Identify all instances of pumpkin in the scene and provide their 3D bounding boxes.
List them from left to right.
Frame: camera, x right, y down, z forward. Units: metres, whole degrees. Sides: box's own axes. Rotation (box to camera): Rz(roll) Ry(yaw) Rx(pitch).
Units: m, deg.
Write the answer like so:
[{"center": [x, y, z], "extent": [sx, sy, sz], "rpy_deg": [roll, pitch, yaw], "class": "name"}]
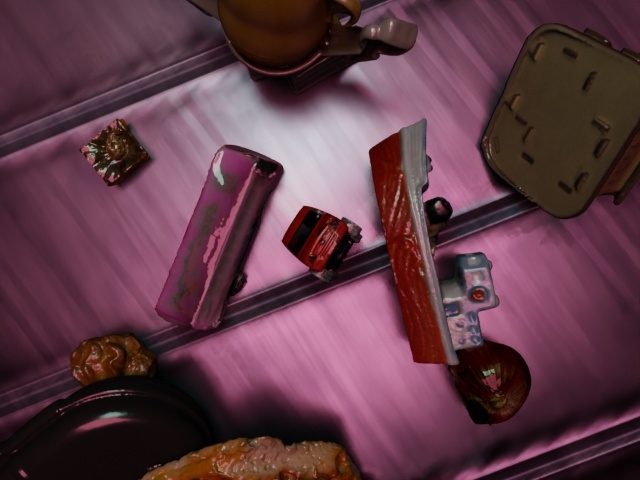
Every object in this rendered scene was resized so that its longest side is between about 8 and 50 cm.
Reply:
[{"center": [-0.312, -0.134, 0.805], "extent": [0.083, 0.054, 0.074], "rpy_deg": [-41, 92, -4], "class": "pumpkin"}]

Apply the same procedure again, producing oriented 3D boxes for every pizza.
[{"center": [-0.071, 0.340, 0.714], "extent": [0.365, 0.074, 0.182], "rpy_deg": [17, 117, -25], "class": "pizza"}]

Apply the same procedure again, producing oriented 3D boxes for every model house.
[{"center": [0.419, -0.170, 0.756], "extent": [0.278, 0.218, 0.205], "rpy_deg": [-8, 44, -28], "class": "model house"}]

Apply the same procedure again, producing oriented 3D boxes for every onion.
[{"center": [0.244, 0.198, 0.755], "extent": [0.118, 0.119, 0.117], "rpy_deg": [-34, 118, 1], "class": "onion"}]

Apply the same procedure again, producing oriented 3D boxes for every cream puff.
[{"center": [-0.305, 0.187, 0.775], "extent": [0.116, 0.122, 0.094], "rpy_deg": [-19, 78, 40], "class": "cream puff"}]

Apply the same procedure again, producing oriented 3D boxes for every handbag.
[{"center": [-0.299, 0.320, 0.726], "extent": [0.308, 0.093, 0.254], "rpy_deg": [-38, 120, 1], "class": "handbag"}]

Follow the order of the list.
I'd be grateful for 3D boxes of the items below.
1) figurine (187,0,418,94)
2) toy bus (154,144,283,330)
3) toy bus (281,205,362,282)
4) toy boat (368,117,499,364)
[{"center": [-0.051, -0.301, 0.685], "extent": [0.342, 0.285, 0.167], "rpy_deg": [-2, 90, 4], "class": "figurine"}, {"center": [-0.145, -0.006, 0.771], "extent": [0.090, 0.112, 0.274], "rpy_deg": [21, 90, 10], "class": "toy bus"}, {"center": [0.000, 0.000, 0.720], "extent": [0.089, 0.195, 0.081], "rpy_deg": [32, 90, 5], "class": "toy bus"}, {"center": [0.160, -0.002, 0.737], "extent": [0.133, 0.145, 0.332], "rpy_deg": [-13, 91, 11], "class": "toy boat"}]
